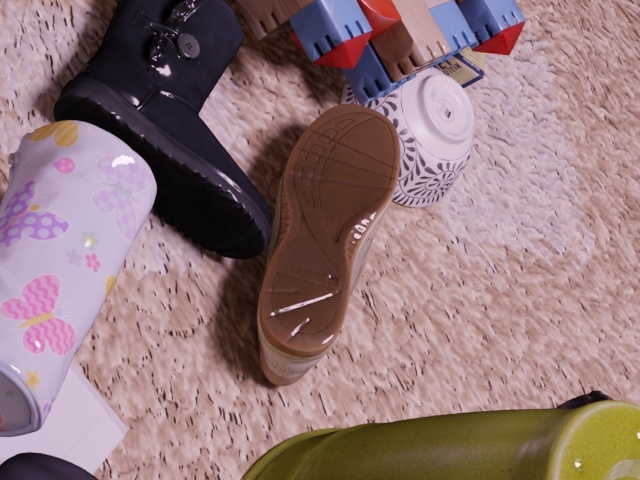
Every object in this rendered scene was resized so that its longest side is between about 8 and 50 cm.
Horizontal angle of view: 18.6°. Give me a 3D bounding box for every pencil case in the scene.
[{"bbox_3d":[-0.231,0.027,1.573,0.124,0.113,0.273,35,49,-16],"label":"pencil case"}]

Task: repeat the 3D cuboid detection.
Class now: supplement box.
[{"bbox_3d":[0.136,-0.220,2.138,0.083,0.056,0.083,31,52,-30],"label":"supplement box"}]

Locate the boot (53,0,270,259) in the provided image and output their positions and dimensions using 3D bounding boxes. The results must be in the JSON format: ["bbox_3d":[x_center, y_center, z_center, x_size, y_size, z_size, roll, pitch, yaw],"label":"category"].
[{"bbox_3d":[-0.112,-0.128,1.830,0.246,0.094,0.207,39,52,-16],"label":"boot"}]

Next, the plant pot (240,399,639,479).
[{"bbox_3d":[0.155,0.298,1.697,0.366,0.353,0.366,20,59,-36],"label":"plant pot"}]

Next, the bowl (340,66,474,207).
[{"bbox_3d":[0.109,-0.126,2.052,0.170,0.080,0.170,21,57,-37],"label":"bowl"}]

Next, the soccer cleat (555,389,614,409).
[{"bbox_3d":[0.302,0.268,1.950,0.116,0.109,0.318,63,5,-23],"label":"soccer cleat"}]

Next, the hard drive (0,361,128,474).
[{"bbox_3d":[-0.310,0.103,1.573,0.307,0.040,0.203,52,44,-13],"label":"hard drive"}]

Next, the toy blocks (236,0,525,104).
[{"bbox_3d":[0.048,-0.264,1.965,0.381,0.191,0.261,-26,87,-48],"label":"toy blocks"}]

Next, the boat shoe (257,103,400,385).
[{"bbox_3d":[0.000,0.000,1.880,0.109,0.098,0.302,18,56,-2],"label":"boat shoe"}]

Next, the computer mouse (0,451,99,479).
[{"bbox_3d":[-0.168,0.281,1.563,0.272,0.072,0.188,59,44,-23],"label":"computer mouse"}]
